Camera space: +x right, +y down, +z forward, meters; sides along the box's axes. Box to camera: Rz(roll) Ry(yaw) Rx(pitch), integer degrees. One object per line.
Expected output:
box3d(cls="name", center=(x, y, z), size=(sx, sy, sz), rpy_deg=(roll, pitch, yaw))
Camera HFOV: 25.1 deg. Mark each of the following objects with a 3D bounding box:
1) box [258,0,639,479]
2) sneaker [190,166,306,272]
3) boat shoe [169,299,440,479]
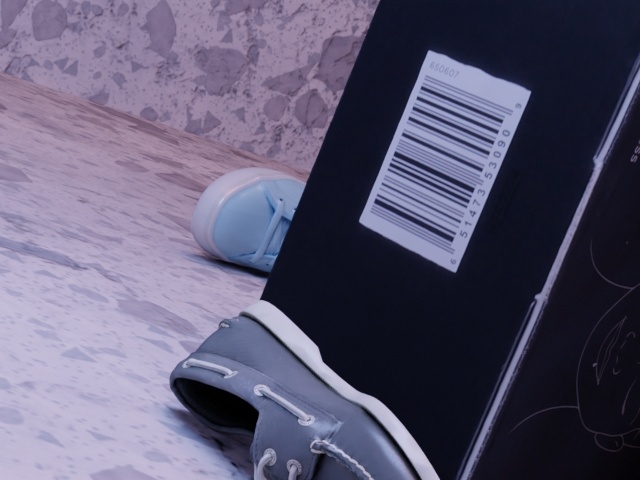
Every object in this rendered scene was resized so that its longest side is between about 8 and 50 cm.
box3d(cls="box", center=(0.246, -0.023, 1.377), size=(0.297, 0.479, 0.472), rpy_deg=(29, 10, 40))
box3d(cls="sneaker", center=(0.000, 0.000, 1.851), size=(0.150, 0.135, 0.366), rpy_deg=(24, 8, 41))
box3d(cls="boat shoe", center=(-0.006, 0.153, 1.010), size=(0.099, 0.116, 0.319), rpy_deg=(-27, 37, -17))
